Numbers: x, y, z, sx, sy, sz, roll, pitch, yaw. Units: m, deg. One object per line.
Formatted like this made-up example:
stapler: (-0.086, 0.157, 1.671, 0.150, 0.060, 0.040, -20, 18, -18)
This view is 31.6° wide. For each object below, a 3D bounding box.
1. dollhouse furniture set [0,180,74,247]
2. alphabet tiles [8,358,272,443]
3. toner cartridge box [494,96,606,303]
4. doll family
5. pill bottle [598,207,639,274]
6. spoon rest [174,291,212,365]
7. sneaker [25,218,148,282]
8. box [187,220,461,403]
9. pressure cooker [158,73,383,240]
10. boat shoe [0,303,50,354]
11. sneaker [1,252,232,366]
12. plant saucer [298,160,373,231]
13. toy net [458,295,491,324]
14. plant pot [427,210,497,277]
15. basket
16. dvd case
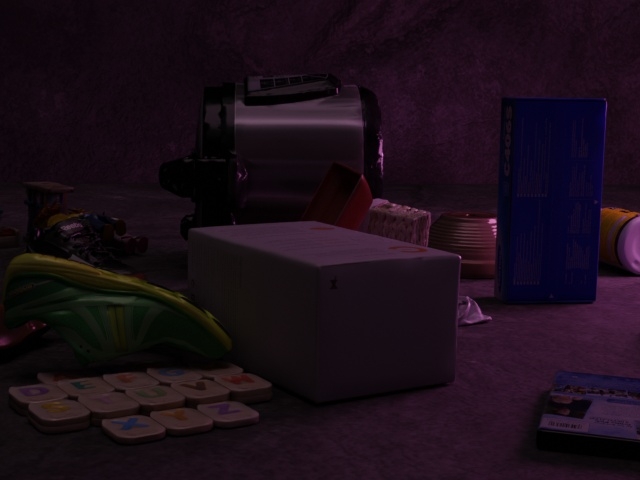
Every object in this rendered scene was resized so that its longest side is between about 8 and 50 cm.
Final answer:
dollhouse furniture set: (-0.629, -0.052, 2.388, 0.183, 0.129, 0.129, -4, 10, -37)
alphabet tiles: (-0.206, 0.178, 1.318, 0.284, 0.021, 0.278, -5, 10, -31)
toner cartridge box: (0.390, -0.069, 1.932, 0.165, 0.348, 0.075, 0, 8, -9)
doll family: (-0.482, -0.029, 2.291, 0.263, 0.118, 0.163, -7, 12, -42)
pill bottle: (0.608, -0.004, 2.289, 0.119, 0.119, 0.208, -1, 9, -16)
spoon rest: (-0.247, 0.105, 1.577, 0.137, 0.084, 0.276, -7, 13, -44)
sneaker: (-0.387, 0.036, 1.841, 0.276, 0.135, 0.097, 9, 10, 37)
box: (-0.007, 0.080, 1.495, 0.215, 0.168, 0.345, -4, 10, -32)
pressure cooker: (-0.099, -0.122, 2.177, 0.420, 0.370, 0.376, 0, 53, -4)
boat shoe: (-0.432, 0.122, 1.522, 0.073, 0.073, 0.207, -36, -10, 21)
sneaker: (-0.256, 0.104, 1.423, 0.295, 0.124, 0.109, 16, -3, -2)
plant saucer: (0.000, 0.000, 1.880, 0.047, 0.259, 0.258, 29, 3, -12)
toy net: (0.152, 0.105, 1.755, 0.232, 0.045, 0.122, 1, 9, -2)
plant pot: (0.296, 0.002, 2.244, 0.237, 0.110, 0.237, 1, 8, 0)
basket: (0.118, 0.021, 1.915, 0.103, 0.167, 0.113, 10, 11, 21)
dvd case: (0.346, 0.196, 1.275, 0.180, 0.022, 0.253, 5, 9, 16)
